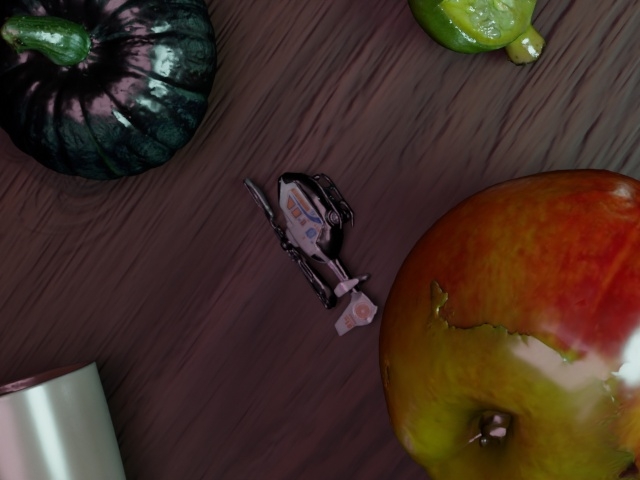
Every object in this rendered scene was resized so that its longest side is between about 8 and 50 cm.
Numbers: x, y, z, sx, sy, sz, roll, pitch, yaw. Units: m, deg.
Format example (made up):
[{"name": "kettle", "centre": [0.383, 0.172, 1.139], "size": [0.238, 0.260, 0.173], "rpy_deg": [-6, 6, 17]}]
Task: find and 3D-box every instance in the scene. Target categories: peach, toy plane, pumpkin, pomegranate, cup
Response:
[{"name": "peach", "centre": [0.232, 0.092, 1.385], "size": [0.370, 0.370, 0.370], "rpy_deg": [0, 91, 9]}, {"name": "toy plane", "centre": [0.001, 0.000, 1.573], "size": [0.078, 0.053, 0.197], "rpy_deg": [-34, 85, 16]}, {"name": "pumpkin", "centre": [-0.232, -0.182, 1.503], "size": [0.248, 0.248, 0.248], "rpy_deg": [0, 91, 9]}, {"name": "pomegranate", "centre": [0.151, -0.248, 1.512], "size": [0.122, 0.169, 0.143], "rpy_deg": [8, 56, 33]}, {"name": "cup", "centre": [-0.317, 0.251, 1.572], "size": [0.253, 0.191, 0.200], "rpy_deg": [-15, 92, 38]}]
